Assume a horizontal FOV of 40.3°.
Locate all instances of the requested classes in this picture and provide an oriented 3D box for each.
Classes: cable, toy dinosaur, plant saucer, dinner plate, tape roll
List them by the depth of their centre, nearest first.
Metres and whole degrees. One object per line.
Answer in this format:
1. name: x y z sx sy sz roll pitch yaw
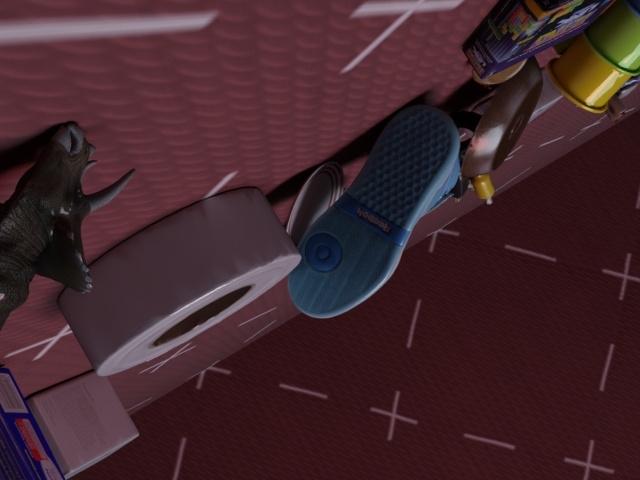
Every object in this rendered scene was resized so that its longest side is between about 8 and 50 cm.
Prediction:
1. toy dinosaur: -0.266 0.048 0.567 0.313 0.121 0.160 -37 159 7
2. plant saucer: 0.223 -0.217 1.055 0.083 0.015 0.083 -22 149 -14
3. tape roll: -0.168 0.053 1.059 0.286 0.100 0.286 -32 173 -4
4. dinner plate: -0.011 -0.041 1.158 0.141 0.017 0.141 -46 150 -36
5. plant saucer: 0.264 -0.169 1.232 0.198 0.036 0.198 -53 163 -24
6. cable: 0.223 -0.149 1.424 0.072 0.139 0.287 -54 159 -19

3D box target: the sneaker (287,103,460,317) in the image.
1. sneaker: 0.090 -0.033 1.193 0.319 0.127 0.208 -52 170 12

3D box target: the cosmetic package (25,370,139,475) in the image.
1. cosmetic package: -0.469 0.352 1.597 0.151 0.151 0.184 -34 172 29

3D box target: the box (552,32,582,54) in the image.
1. box: 0.366 -0.296 1.126 0.178 0.042 0.109 -37 171 30

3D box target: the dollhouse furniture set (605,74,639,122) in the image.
1. dollhouse furniture set: 0.498 -0.288 1.367 0.129 0.129 0.184 -32 172 3

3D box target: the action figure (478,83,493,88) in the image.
1. action figure: 0.223 -0.218 1.131 0.038 0.030 0.115 -37 174 2

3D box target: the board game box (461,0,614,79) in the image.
1. board game box: 0.255 -0.253 0.943 0.170 0.048 0.141 -28 171 -22

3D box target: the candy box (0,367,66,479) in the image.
1. candy box: -0.486 0.351 1.081 0.317 0.268 0.122 -30 169 -4

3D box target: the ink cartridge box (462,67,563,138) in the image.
1. ink cartridge box: 0.307 -0.208 1.407 0.135 0.056 0.099 -30 173 -11

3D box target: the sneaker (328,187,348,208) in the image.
1. sneaker: 0.000 0.000 1.351 0.283 0.122 0.110 70 36 -64

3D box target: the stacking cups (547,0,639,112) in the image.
1. stacking cups: 0.401 -0.288 1.001 0.096 0.096 0.316 -23 159 -49
